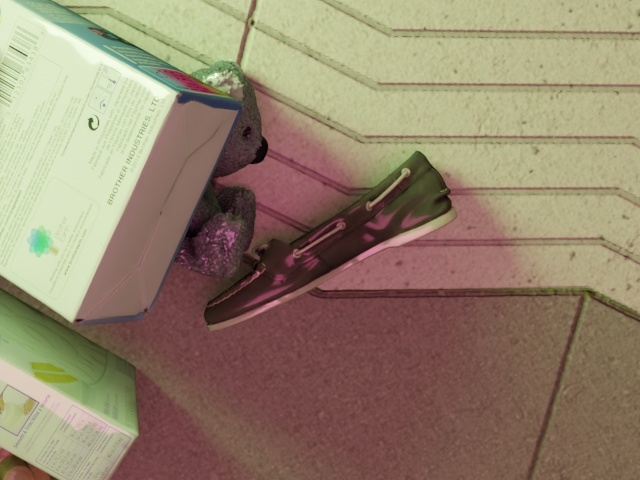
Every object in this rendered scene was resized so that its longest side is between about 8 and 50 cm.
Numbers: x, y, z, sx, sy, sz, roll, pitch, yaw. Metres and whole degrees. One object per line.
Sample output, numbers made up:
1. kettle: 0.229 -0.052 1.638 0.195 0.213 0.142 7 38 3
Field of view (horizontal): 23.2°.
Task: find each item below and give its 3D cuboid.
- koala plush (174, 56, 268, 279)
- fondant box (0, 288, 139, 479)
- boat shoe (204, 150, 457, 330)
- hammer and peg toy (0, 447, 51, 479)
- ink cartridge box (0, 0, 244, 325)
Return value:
1. koala plush: -0.144 -0.103 1.781 0.203 0.196 0.221 23 103 -3
2. fondant box: -0.370 0.137 1.776 0.330 0.238 0.096 31 98 -14
3. boat shoe: 0.000 0.000 1.871 0.335 0.112 0.095 -26 93 -6
4. hammer and peg toy: -0.457 0.424 1.861 0.361 0.127 0.266 -29 107 -14
5. ink cartridge box: -0.318 -0.120 1.687 0.395 0.151 0.270 30 100 22
